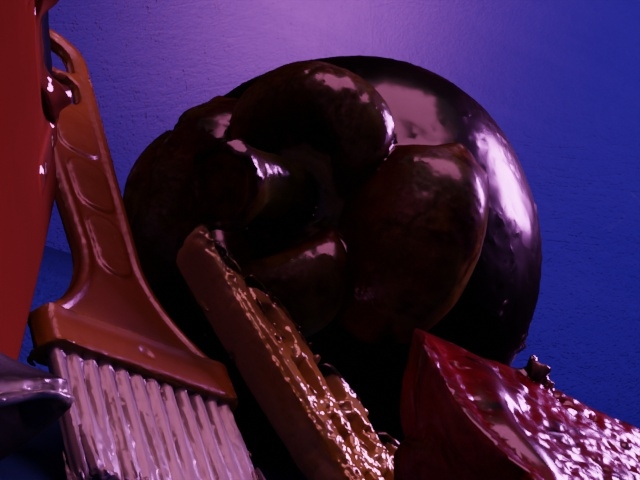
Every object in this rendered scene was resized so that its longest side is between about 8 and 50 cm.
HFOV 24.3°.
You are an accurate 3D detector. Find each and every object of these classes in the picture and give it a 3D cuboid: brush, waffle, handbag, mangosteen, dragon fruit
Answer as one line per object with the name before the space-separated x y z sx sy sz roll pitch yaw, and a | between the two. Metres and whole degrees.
brush | -0.094 -0.006 0.616 0.090 0.017 0.314 24 28 -36
waffle | 0.000 0.063 0.619 0.153 0.023 0.097 56 15 20
handbag | -0.121 -0.035 0.487 0.063 0.127 0.190 0 28 -3
mangosteen | 0.000 0.000 0.714 0.211 0.211 0.250 18 -13 22
dragon fruit | 0.082 0.103 0.420 0.162 0.083 0.106 31 16 -16

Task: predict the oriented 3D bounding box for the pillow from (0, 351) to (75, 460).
pillow | -0.121 0.037 0.315 0.091 0.055 0.135 16 -4 22
